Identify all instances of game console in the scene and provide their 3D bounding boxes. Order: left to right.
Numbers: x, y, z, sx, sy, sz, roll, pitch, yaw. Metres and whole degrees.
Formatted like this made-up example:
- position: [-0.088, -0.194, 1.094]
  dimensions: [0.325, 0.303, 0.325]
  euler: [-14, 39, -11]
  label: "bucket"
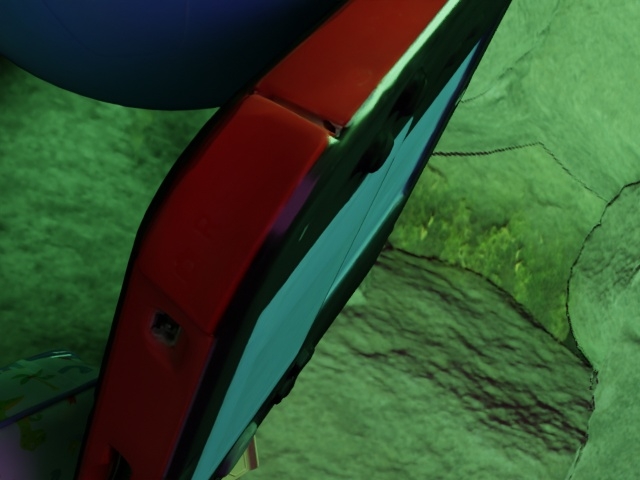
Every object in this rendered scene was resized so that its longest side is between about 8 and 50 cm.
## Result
- position: [0.000, 0.000, 0.670]
  dimensions: [0.342, 0.060, 0.386]
  euler: [-47, 169, -38]
  label: "game console"

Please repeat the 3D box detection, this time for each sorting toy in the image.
- position: [-0.076, 0.143, 0.910]
  dimensions: [0.062, 0.012, 0.083]
  euler: [-23, 119, -33]
  label: "sorting toy"

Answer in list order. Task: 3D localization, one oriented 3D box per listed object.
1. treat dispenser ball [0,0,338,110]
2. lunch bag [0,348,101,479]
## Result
- position: [-0.074, -0.209, 0.627]
  dimensions: [0.288, 0.288, 0.288]
  euler: [-13, 109, -42]
  label: "treat dispenser ball"
- position: [-0.202, 0.175, 0.741]
  dimensions: [0.219, 0.090, 0.176]
  euler: [-23, 115, -41]
  label: "lunch bag"
